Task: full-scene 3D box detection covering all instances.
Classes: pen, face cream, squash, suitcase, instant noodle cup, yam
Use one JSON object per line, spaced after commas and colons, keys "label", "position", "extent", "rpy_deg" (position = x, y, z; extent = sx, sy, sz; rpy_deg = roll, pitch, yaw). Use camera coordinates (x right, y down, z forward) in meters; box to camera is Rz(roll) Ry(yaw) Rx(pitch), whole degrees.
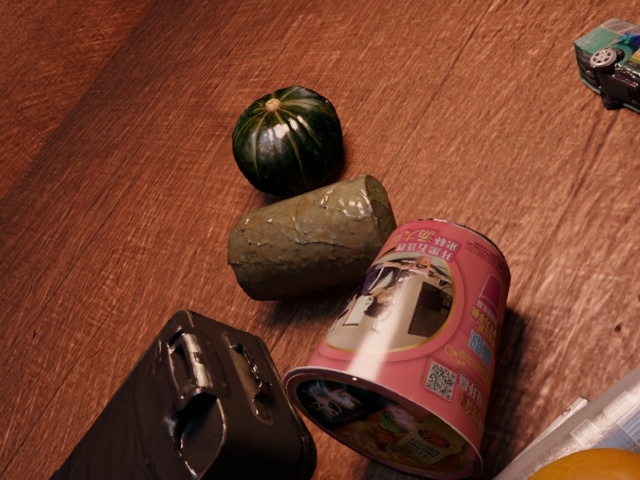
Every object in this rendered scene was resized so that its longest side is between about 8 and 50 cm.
{"label": "pen", "position": [0.220, 0.247, 0.692], "extent": [0.204, 0.025, 0.025], "rpy_deg": [-44, 40, 1]}
{"label": "face cream", "position": [0.250, 0.242, 0.631], "extent": [0.269, 0.073, 0.107], "rpy_deg": [-42, 43, 2]}
{"label": "squash", "position": [-0.059, -0.183, 1.172], "extent": [0.218, 0.172, 0.218], "rpy_deg": [-24, 37, 20]}
{"label": "suitcase", "position": [-0.197, 0.314, 0.807], "extent": [0.434, 0.194, 0.283], "rpy_deg": [-54, 36, 13]}
{"label": "instant noodle cup", "position": [0.114, 0.116, 0.754], "extent": [0.243, 0.244, 0.255], "rpy_deg": [1, 48, 40]}
{"label": "yam", "position": [0.000, 0.000, 0.979], "extent": [0.267, 0.161, 0.161], "rpy_deg": [-16, 47, 30]}

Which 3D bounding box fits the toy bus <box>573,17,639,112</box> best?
{"label": "toy bus", "position": [0.451, -0.216, 0.849], "extent": [0.109, 0.091, 0.262], "rpy_deg": [-36, 42, -1]}

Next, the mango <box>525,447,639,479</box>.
{"label": "mango", "position": [0.238, 0.346, 0.446], "extent": [0.263, 0.221, 0.378], "rpy_deg": [-4, 68, 24]}
